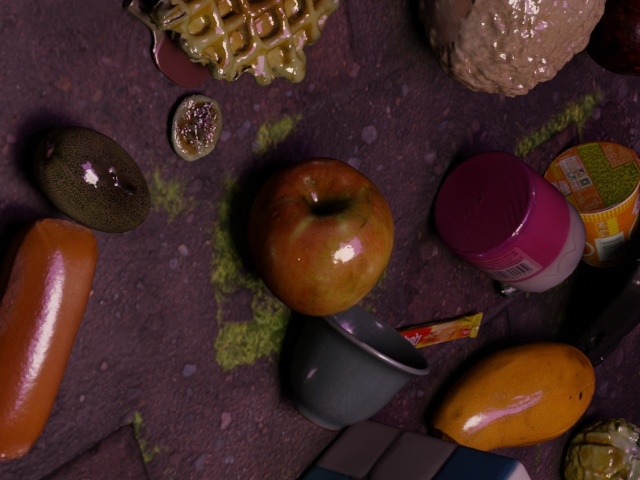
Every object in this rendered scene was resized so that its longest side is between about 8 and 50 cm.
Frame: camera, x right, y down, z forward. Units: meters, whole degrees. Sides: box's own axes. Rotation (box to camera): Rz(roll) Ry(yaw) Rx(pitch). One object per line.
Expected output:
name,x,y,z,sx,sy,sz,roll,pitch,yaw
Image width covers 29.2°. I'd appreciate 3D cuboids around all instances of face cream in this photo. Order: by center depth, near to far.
face cream,0.295,-0.025,1.903,0.195,0.175,0.175,31,79,-48

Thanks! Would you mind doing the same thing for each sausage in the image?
sausage,-0.323,0.107,1.352,0.105,0.105,0.274,19,89,-48

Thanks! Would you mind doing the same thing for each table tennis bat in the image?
table tennis bat,-0.177,-0.242,1.460,0.156,0.013,0.087,35,79,-48

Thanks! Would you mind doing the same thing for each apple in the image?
apple,0.000,0.000,1.591,0.196,0.196,0.196,-17,114,-42

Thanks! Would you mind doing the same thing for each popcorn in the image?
popcorn,0.570,0.432,2.331,0.198,0.212,0.198,-57,168,-18

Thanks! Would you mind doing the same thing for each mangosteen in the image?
mangosteen,0.494,-0.396,1.999,0.261,0.235,0.235,24,83,-5

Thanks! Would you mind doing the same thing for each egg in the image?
egg,0.266,-0.359,1.708,0.279,0.279,0.310,-10,122,-44

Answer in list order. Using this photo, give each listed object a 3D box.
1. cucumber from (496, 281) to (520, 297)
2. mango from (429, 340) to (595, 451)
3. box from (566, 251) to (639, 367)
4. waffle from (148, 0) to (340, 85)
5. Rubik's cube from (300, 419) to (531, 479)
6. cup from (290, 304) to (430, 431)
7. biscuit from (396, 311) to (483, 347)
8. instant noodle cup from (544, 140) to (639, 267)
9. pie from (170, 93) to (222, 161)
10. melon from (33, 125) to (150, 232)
cucumber,0.331,0.061,2.064,0.105,0.048,0.048,-39,128,-29
mango,0.328,0.264,2.053,0.359,0.144,0.187,-8,119,-39
box,0.588,0.065,2.187,0.359,0.091,0.350,-39,165,-32
waffle,-0.082,-0.345,1.483,0.297,0.073,0.317,13,94,-45
Rubik's cube,0.130,0.507,1.740,0.346,0.347,0.344,-46,120,-28
cup,0.031,0.184,1.712,0.199,0.199,0.150,21,105,-48
biscuit,0.158,0.150,1.926,0.292,0.026,0.048,-8,127,-45
instant noodle cup,0.483,-0.052,2.118,0.168,0.168,0.185,-52,142,-21
pie,-0.153,-0.138,1.512,0.085,0.017,0.085,-16,114,-42
melon,-0.252,-0.066,1.374,0.162,0.099,0.099,42,71,-49
